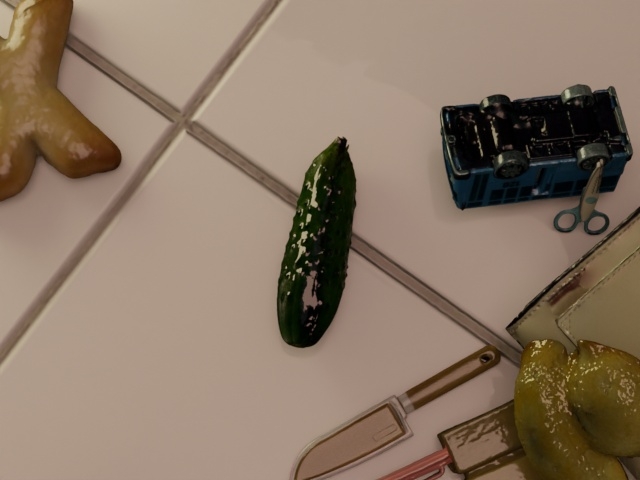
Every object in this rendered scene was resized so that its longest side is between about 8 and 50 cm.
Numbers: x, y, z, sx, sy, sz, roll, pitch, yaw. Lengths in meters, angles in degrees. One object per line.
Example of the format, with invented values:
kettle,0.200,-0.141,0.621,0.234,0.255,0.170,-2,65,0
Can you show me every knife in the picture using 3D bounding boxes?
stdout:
knife,0.076,0.181,1.525,0.256,0.022,0.046,-29,84,-7

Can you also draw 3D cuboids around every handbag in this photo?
handbag,0.384,0.146,1.464,0.236,0.160,0.358,-41,80,9

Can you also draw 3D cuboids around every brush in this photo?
brush,0.123,0.244,1.499,0.233,0.047,0.103,-23,82,-5

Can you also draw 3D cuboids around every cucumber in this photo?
cucumber,0.000,0.000,1.543,0.069,0.069,0.227,10,74,1

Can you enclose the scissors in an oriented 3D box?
scissors,0.274,-0.042,1.531,0.058,0.119,0.014,6,55,-1

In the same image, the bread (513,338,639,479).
bread,0.253,0.184,1.416,0.149,0.065,0.188,-6,103,36

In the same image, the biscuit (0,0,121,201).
biscuit,-0.314,-0.152,1.577,0.164,0.047,0.208,-17,79,-4

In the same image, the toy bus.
toy bus,0.214,-0.092,1.541,0.184,0.106,0.090,-6,64,-5
